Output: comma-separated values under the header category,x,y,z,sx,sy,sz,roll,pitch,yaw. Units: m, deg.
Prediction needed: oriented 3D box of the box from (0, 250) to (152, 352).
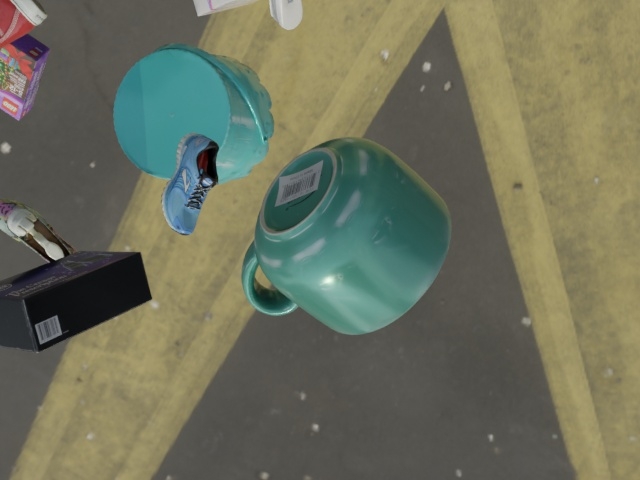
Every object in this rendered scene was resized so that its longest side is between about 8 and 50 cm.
category,x,y,z,sx,sy,sz,roll,pitch,yaw
box,-0.465,0.102,1.570,0.184,0.261,0.103,-3,105,38

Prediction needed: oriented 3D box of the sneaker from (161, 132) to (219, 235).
category,x,y,z,sx,sy,sz,roll,pitch,yaw
sneaker,-0.197,-0.087,1.367,0.073,0.063,0.162,12,92,43

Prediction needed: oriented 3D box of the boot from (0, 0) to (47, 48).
category,x,y,z,sx,sy,sz,roll,pitch,yaw
boot,-0.572,-0.394,1.388,0.176,0.088,0.244,-38,82,2

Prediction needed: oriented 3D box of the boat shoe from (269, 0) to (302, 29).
category,x,y,z,sx,sy,sz,roll,pitch,yaw
boat shoe,-0.069,-0.471,1.572,0.063,0.066,0.184,38,150,38

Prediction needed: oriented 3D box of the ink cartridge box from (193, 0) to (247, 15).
category,x,y,z,sx,sy,sz,roll,pitch,yaw
ink cartridge box,-0.118,-0.360,1.175,0.143,0.092,0.090,7,114,61

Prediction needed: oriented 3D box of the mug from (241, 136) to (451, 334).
category,x,y,z,sx,sy,sz,roll,pitch,yaw
mug,0.006,0.000,0.640,0.097,0.129,0.157,39,91,-34

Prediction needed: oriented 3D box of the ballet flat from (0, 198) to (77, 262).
category,x,y,z,sx,sy,sz,roll,pitch,yaw
ballet flat,-0.602,-0.011,1.869,0.221,0.077,0.079,43,168,-19

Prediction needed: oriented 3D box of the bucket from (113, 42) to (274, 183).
category,x,y,z,sx,sy,sz,roll,pitch,yaw
bucket,-0.245,-0.236,1.680,0.281,0.183,0.281,1,94,17

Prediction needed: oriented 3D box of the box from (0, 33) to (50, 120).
category,x,y,z,sx,sy,sz,roll,pitch,yaw
box,-0.740,-0.416,1.895,0.293,0.057,0.201,34,138,-5
